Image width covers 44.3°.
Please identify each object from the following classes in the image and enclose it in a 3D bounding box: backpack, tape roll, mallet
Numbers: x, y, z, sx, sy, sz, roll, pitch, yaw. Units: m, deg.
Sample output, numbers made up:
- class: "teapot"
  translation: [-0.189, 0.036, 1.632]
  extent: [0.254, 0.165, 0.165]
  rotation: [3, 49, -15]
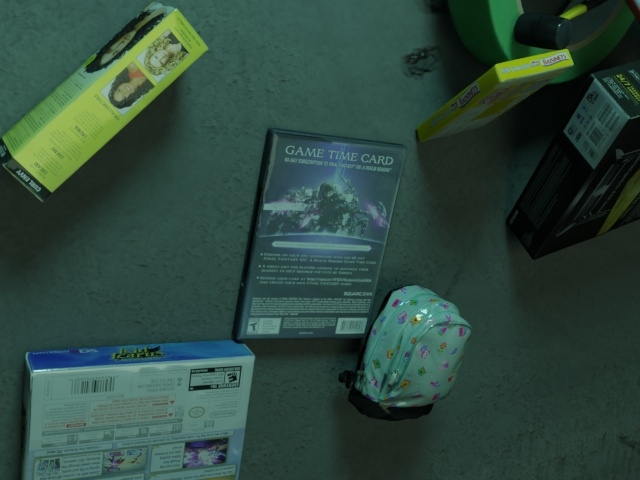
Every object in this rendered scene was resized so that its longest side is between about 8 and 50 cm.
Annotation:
- class: "backpack"
  translation: [0.127, 0.154, 1.079]
  extent: [0.152, 0.115, 0.182]
  rotation: [1, 114, -42]
- class: "tape roll"
  translation: [0.299, -0.361, 0.981]
  extent: [0.321, 0.077, 0.321]
  rotation: [-17, 121, -30]
- class: "mallet"
  translation: [0.318, -0.275, 0.945]
  extent: [0.190, 0.062, 0.039]
  rotation: [-28, 127, -25]

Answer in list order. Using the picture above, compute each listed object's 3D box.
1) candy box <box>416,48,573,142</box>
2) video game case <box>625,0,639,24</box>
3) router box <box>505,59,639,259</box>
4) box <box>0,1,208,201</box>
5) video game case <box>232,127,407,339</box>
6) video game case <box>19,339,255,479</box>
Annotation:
- class: "candy box"
  translation: [0.208, -0.174, 0.971]
  extent: [0.105, 0.206, 0.027]
  rotation: [-14, 83, -22]
- class: "video game case"
  translation: [0.393, -0.386, 0.877]
  extent: [0.204, 0.025, 0.285]
  rotation: [-40, 111, 4]
- class: "router box"
  translation: [0.418, -0.118, 1.069]
  extent: [0.243, 0.081, 0.308]
  rotation: [-18, 151, -21]
- class: "box"
  translation: [-0.229, -0.148, 0.815]
  extent: [0.232, 0.087, 0.058]
  rotation: [-46, 124, -7]
- class: "video game case"
  translation: [0.000, 0.000, 1.023]
  extent: [0.196, 0.026, 0.274]
  rotation: [3, 106, -28]
- class: "video game case"
  translation: [-0.228, 0.251, 0.975]
  extent: [0.270, 0.061, 0.244]
  rotation: [1, 106, -27]
